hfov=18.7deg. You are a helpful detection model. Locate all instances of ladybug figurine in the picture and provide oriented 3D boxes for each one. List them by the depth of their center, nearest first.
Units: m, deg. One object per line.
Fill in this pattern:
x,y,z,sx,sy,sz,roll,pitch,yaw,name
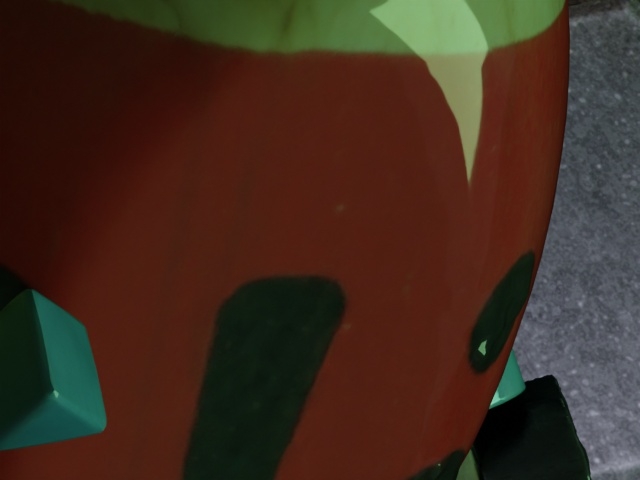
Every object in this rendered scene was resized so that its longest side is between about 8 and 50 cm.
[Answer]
-0.054,0.017,0.637,0.162,0.305,0.449,54,-42,47,ladybug figurine

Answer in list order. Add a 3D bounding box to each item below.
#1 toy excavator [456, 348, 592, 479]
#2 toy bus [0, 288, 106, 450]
0.000,0.000,1.165,0.433,0.222,0.445,-6,79,-87,toy excavator
-0.164,0.001,0.437,0.191,0.202,0.104,84,-9,-62,toy bus
